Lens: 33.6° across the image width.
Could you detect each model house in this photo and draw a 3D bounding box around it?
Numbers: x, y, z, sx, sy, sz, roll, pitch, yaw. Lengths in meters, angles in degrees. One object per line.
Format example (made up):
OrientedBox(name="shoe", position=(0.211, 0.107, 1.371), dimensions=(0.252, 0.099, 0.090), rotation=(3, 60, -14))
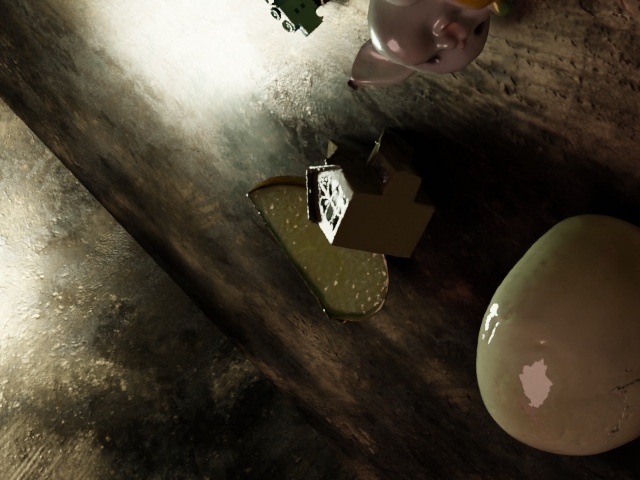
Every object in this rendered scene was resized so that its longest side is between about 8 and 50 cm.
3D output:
OrientedBox(name="model house", position=(0.068, -0.116, 1.765), dimensions=(0.176, 0.180, 0.248), rotation=(-63, 37, 28))

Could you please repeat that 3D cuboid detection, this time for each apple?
OrientedBox(name="apple", position=(0.000, 0.000, 2.008), dimensions=(0.254, 0.179, 0.346), rotation=(-12, 120, 50))

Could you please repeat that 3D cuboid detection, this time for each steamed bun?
OrientedBox(name="steamed bun", position=(0.376, 0.152, 1.438), dimensions=(0.233, 0.312, 0.334), rotation=(28, 161, 43))

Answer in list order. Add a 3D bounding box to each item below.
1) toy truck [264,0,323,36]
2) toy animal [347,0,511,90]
OrientedBox(name="toy truck", position=(-0.060, -0.383, 1.570), dimensions=(0.175, 0.067, 0.081), rotation=(48, 157, -10))
OrientedBox(name="toy animal", position=(0.100, -0.313, 1.277), dimensions=(0.310, 0.183, 0.247), rotation=(51, 163, -29))
